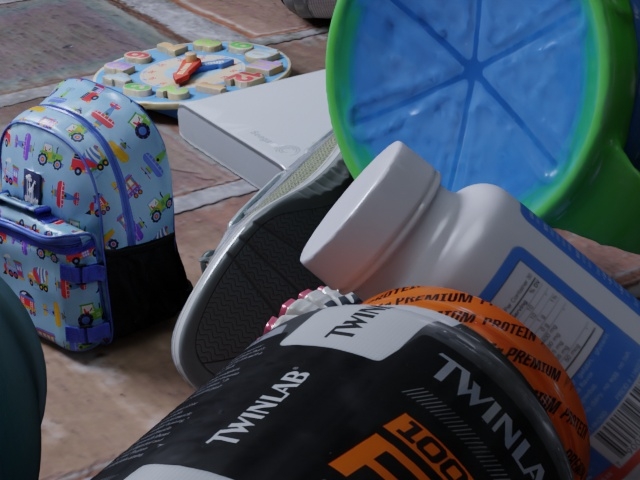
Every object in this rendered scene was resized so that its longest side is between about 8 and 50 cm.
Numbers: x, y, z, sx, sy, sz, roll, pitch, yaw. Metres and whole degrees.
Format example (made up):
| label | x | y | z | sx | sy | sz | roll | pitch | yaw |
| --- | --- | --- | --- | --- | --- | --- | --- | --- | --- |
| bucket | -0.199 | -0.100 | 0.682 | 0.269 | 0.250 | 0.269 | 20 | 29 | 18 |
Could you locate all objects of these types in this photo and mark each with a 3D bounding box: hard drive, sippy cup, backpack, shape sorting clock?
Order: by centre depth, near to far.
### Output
| label | x | y | z | sx | sy | sz | roll | pitch | yaw |
| --- | --- | --- | --- | --- | --- | --- | --- | --- | --- |
| sippy cup | 0.161 | -0.116 | 1.058 | 0.240 | 0.306 | 0.224 | -17 | -8 | 43 |
| backpack | -0.180 | -0.025 | 1.133 | 0.158 | 0.173 | 0.117 | 24 | 36 | 39 |
| hard drive | 0.047 | -0.119 | 1.465 | 0.307 | 0.040 | 0.203 | -16 | 30 | -29 |
| shape sorting clock | -0.133 | -0.175 | 1.583 | 0.206 | 0.040 | 0.206 | -1 | 26 | 0 |

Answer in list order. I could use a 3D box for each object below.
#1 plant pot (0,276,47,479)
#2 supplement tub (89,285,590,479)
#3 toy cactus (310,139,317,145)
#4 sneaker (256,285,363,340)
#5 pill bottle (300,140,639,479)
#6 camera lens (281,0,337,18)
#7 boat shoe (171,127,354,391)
| label | x | y | z | sx | sy | sz | roll | pitch | yaw |
| --- | --- | --- | --- | --- | --- | --- | --- | --- | --- |
| plant pot | -0.263 | 0.105 | 0.803 | 0.271 | 0.272 | 0.255 | 2 | 12 | 7 |
| supplement tub | -0.010 | 0.163 | 0.711 | 0.207 | 0.207 | 0.338 | 13 | 30 | 26 |
| toy cactus | 0.098 | -0.045 | 1.265 | 0.219 | 0.112 | 0.180 | -9 | 36 | -35 |
| sneaker | 0.048 | 0.080 | 0.975 | 0.112 | 0.121 | 0.299 | 25 | 38 | 27 |
| pill bottle | 0.102 | 0.045 | 0.889 | 0.221 | 0.124 | 0.124 | 40 | 29 | -6 |
| camera lens | 0.084 | -0.360 | 1.749 | 0.274 | 0.219 | 0.219 | 4 | 27 | 9 |
| boat shoe | -0.001 | -0.003 | 1.116 | 0.320 | 0.118 | 0.103 | -54 | 14 | -28 |
